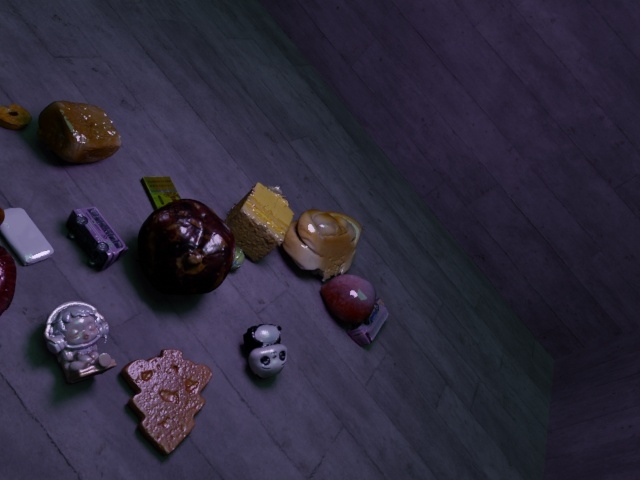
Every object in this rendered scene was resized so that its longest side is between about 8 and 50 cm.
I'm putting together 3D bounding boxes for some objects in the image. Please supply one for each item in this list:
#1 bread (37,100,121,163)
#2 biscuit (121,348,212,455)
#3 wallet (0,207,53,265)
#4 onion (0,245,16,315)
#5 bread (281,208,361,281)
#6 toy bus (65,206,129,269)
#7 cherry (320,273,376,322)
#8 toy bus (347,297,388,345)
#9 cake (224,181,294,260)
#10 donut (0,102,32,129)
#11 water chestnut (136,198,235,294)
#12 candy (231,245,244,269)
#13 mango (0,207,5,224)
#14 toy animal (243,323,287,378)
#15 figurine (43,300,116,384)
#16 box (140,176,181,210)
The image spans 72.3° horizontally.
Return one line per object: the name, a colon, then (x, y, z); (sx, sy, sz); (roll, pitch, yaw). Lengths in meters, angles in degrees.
bread: (-0.850, -0.371, 1.550); (0.196, 0.176, 0.246); (61, 22, -2)
biscuit: (-0.457, 0.475, 1.309); (0.284, 0.043, 0.306); (20, 47, -36)
wallet: (-0.888, -0.017, 1.308); (0.190, 0.033, 0.095); (53, 35, 4)
onion: (-0.877, 0.095, 1.064); (0.252, 0.219, 0.252); (19, 54, -29)
bread: (0.019, 0.007, 2.052); (0.424, 0.245, 0.329); (3, 57, -50)
toy bus: (-0.725, -0.009, 1.421); (0.199, 0.096, 0.108); (50, 32, 5)
cherry: (0.134, 0.250, 1.987); (0.239, 0.206, 0.239); (24, 49, -31)
toy bus: (0.232, 0.382, 2.071); (0.112, 0.090, 0.274); (56, 37, -5)
cake: (-0.264, -0.095, 1.867); (0.222, 0.227, 0.286); (40, 39, -20)
donut: (-1.047, -0.417, 1.492); (0.097, 0.043, 0.108); (51, 35, 3)
water chestnut: (-0.457, 0.024, 1.528); (0.335, 0.335, 0.347); (44, 6, -7)
candy: (-0.429, -0.013, 1.702); (0.335, 0.093, 0.092); (47, 37, -17)
mango: (-0.990, -0.042, 1.161); (0.267, 0.111, 0.133); (-19, 91, -44)
toy animal: (-0.186, 0.397, 1.579); (0.166, 0.138, 0.179); (-3, 54, -29)
figurine: (-0.659, 0.266, 1.200); (0.162, 0.141, 0.237); (-1, 59, -52)
box: (-0.614, -0.168, 1.732); (0.121, 0.030, 0.193); (-12, 67, -50)
